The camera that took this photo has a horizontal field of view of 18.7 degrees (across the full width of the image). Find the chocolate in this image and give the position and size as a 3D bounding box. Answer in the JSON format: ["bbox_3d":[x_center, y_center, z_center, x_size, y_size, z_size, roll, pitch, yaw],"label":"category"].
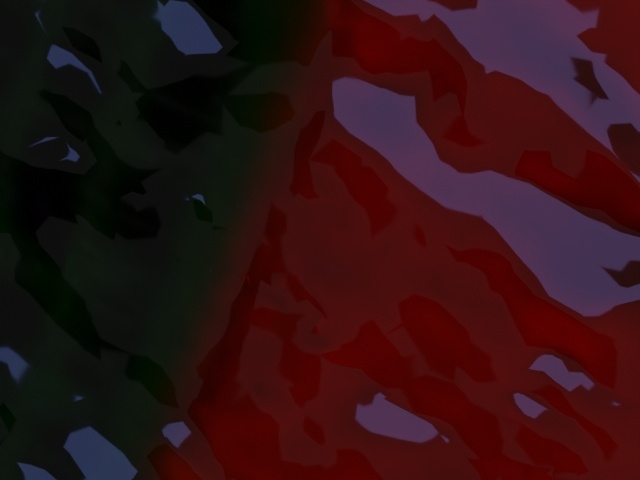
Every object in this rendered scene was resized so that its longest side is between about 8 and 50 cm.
[{"bbox_3d":[0.000,0.000,0.480,0.341,0.161,0.360,29,115,19],"label":"chocolate"}]
